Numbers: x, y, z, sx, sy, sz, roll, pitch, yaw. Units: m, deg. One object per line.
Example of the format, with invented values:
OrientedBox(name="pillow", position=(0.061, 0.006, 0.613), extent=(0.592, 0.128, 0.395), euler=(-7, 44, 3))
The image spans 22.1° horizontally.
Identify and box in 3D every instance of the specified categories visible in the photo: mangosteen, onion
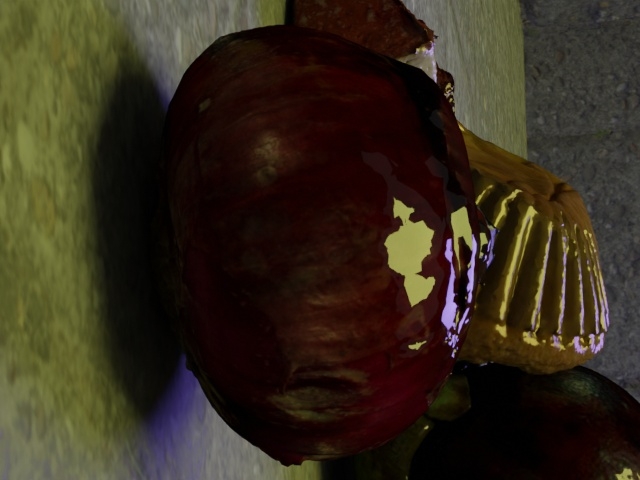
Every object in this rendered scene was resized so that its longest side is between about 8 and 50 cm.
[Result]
OrientedBox(name="mangosteen", position=(0.134, 0.230, 1.382), extent=(0.306, 0.359, 0.306), euler=(-62, 180, -1))
OrientedBox(name="onion", position=(0.000, 0.000, 0.907), extent=(0.246, 0.190, 0.246), euler=(177, -90, -83))

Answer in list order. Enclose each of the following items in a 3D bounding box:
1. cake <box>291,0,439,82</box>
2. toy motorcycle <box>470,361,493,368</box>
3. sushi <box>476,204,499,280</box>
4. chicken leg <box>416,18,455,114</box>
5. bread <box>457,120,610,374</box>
OrientedBox(name="cake", position=(-0.001, -0.178, 1.349), extent=(0.220, 0.116, 0.086), euler=(53, -14, 37))
OrientedBox(name="toy motorcycle", position=(0.162, 0.223, 1.783), extent=(0.188, 0.143, 0.327), euler=(86, -7, -45))
OrientedBox(name="sushi", position=(0.037, 0.000, 1.157), extent=(0.172, 0.153, 0.150), euler=(-53, 174, -15))
OrientedBox(name="chicken leg", position=(0.127, -0.172, 1.961), extent=(0.093, 0.053, 0.205), euler=(152, -58, -77))
OrientedBox(name="bread", position=(0.125, 0.003, 1.356), extent=(0.274, 0.274, 0.149), euler=(-52, 165, -73))
